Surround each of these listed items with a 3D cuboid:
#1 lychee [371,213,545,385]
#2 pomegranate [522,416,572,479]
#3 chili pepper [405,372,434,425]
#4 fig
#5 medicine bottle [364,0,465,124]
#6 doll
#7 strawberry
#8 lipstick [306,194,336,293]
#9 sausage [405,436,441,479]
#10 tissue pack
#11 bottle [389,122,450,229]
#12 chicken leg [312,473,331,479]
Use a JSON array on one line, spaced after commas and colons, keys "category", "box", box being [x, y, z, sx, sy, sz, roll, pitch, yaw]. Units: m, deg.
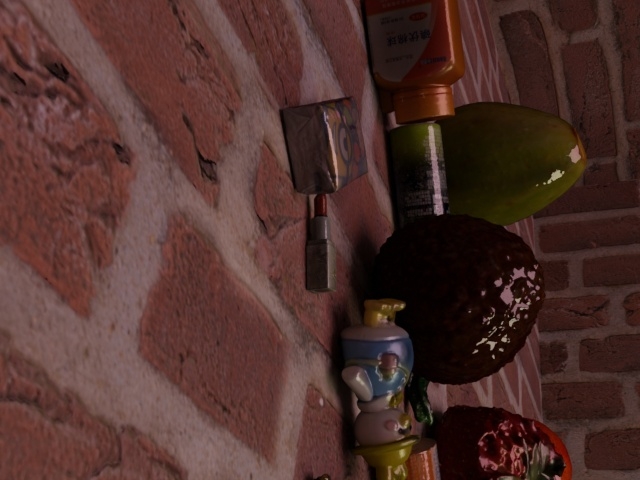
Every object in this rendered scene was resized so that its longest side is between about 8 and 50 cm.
[{"category": "lychee", "box": [0.196, 0.083, 1.189, 0.260, 0.261, 0.260, -7, 90, -70]}, {"category": "pomegranate", "box": [0.422, 0.507, 1.735, 0.221, 0.221, 0.256, 53, 52, -54]}, {"category": "chili pepper", "box": [0.206, 0.229, 1.448, 0.279, 0.065, 0.122, -17, 109, -68]}, {"category": "fig", "box": [0.354, -0.154, 1.592, 0.258, 0.326, 0.258, 8, 79, -49]}, {"category": "medicine bottle", "box": [0.166, -0.315, 1.380, 0.112, 0.149, 0.222, -16, 99, -69]}, {"category": "doll", "box": [0.079, 0.197, 1.063, 0.135, 0.099, 0.241, 89, -6, -84]}, {"category": "strawberry", "box": [0.295, 0.421, 1.452, 0.261, 0.258, 0.261, 3, 86, -41]}, {"category": "lipstick", "box": [0.001, 0.000, 1.007, 0.030, 0.030, 0.129, 34, 53, -64]}, {"category": "sausage", "box": [0.139, 0.444, 1.157, 0.093, 0.093, 0.312, -13, 96, -70]}, {"category": "tissue pack", "box": [0.011, -0.123, 1.031, 0.148, 0.060, 0.108, -35, 117, -67]}, {"category": "bottle", "box": [0.182, -0.035, 1.418, 0.093, 0.093, 0.330, 1, 83, -70]}, {"category": "chicken leg", "box": [0.022, 0.352, 0.915, 0.093, 0.070, 0.178, -6, 76, -45]}]
